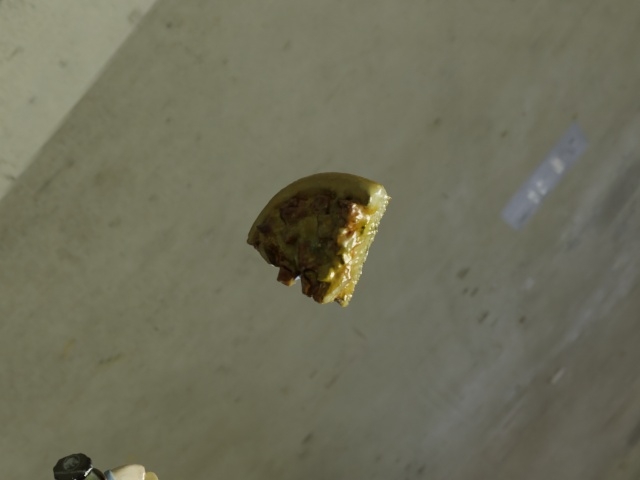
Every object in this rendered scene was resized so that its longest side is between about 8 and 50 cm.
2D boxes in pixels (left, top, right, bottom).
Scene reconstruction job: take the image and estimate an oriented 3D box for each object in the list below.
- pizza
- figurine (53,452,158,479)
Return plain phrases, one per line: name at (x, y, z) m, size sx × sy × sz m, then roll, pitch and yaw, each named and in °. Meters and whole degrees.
pizza at (0.000, -0.001, 1.222) m, size 0.175 × 0.134 × 0.046 m, roll -31°, pitch 165°, yaw 39°
figurine at (-0.201, 0.270, 1.206) m, size 0.108 × 0.114 × 0.196 m, roll -11°, pitch 140°, yaw 4°
